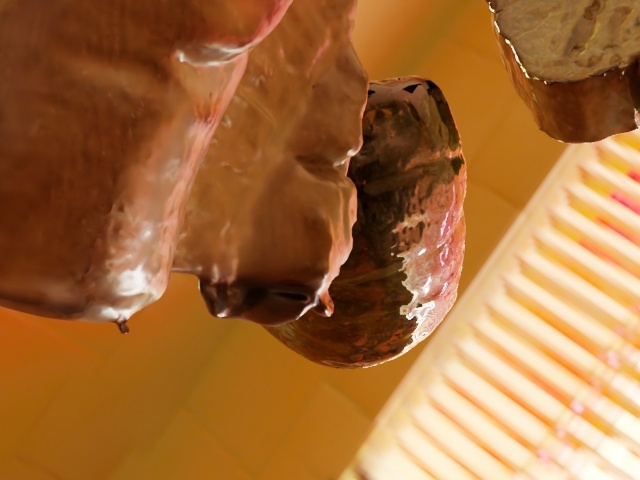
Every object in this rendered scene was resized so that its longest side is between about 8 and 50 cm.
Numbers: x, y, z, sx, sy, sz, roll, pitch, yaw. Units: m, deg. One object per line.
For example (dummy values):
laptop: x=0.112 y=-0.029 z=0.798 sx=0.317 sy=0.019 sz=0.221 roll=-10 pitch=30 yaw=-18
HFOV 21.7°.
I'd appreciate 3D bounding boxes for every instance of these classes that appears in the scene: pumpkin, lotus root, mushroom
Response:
pumpkin: x=0.000 y=0.000 z=1.458 sx=0.325 sy=0.242 sz=0.232 roll=141 pitch=-62 yaw=-74
lotus root: x=0.351 y=-0.256 z=1.652 sx=0.390 sy=0.375 sz=0.111 roll=15 pitch=-25 yaw=35
mushroom: x=-0.084 y=-0.166 z=0.895 sx=0.224 sy=0.397 sz=0.313 roll=21 pitch=9 yaw=29
